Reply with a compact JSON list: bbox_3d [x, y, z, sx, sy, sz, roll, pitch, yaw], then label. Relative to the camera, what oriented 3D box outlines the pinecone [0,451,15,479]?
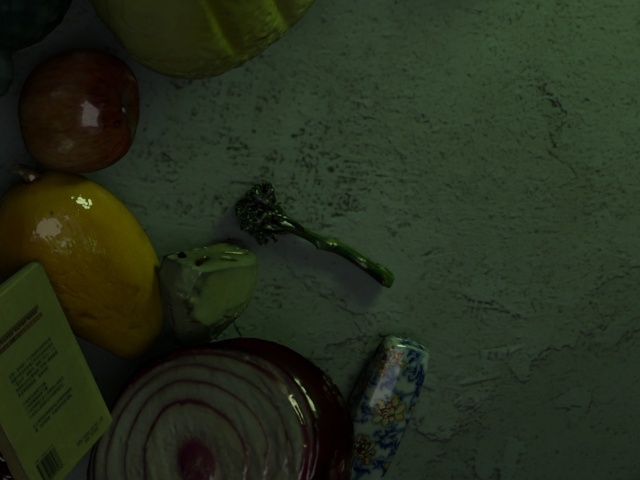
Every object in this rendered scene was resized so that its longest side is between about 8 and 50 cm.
[{"bbox_3d":[-0.450,0.212,1.408,0.264,0.264,0.264,-6,112,-14],"label":"pinecone"}]

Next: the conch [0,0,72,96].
[{"bbox_3d":[-0.395,-0.238,1.298,0.220,0.195,0.277,22,77,-51],"label":"conch"}]

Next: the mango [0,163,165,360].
[{"bbox_3d":[-0.295,0.032,1.451,0.176,0.119,0.316,-36,123,-3],"label":"mango"}]

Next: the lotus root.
[{"bbox_3d":[-0.141,0.077,1.510,0.143,0.070,0.144,-24,132,-47],"label":"lotus root"}]

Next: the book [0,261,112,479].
[{"bbox_3d":[-0.329,0.161,1.340,0.026,0.161,0.230,-6,115,29],"label":"book"}]

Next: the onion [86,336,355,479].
[{"bbox_3d":[-0.118,0.267,1.521,0.337,0.260,0.281,-29,78,9],"label":"onion"}]

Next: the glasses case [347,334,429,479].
[{"bbox_3d":[0.081,0.253,1.675,0.087,0.065,0.247,16,106,-23],"label":"glasses case"}]

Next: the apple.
[{"bbox_3d":[-0.283,-0.150,1.371,0.131,0.146,0.146,0,113,11],"label":"apple"}]

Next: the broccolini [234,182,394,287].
[{"bbox_3d":[-0.002,0.006,1.564,0.254,0.057,0.071,29,143,-21],"label":"broccolini"}]

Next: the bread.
[{"bbox_3d":[-0.117,-0.326,1.262,0.321,0.237,0.320,-26,160,-10],"label":"bread"}]
